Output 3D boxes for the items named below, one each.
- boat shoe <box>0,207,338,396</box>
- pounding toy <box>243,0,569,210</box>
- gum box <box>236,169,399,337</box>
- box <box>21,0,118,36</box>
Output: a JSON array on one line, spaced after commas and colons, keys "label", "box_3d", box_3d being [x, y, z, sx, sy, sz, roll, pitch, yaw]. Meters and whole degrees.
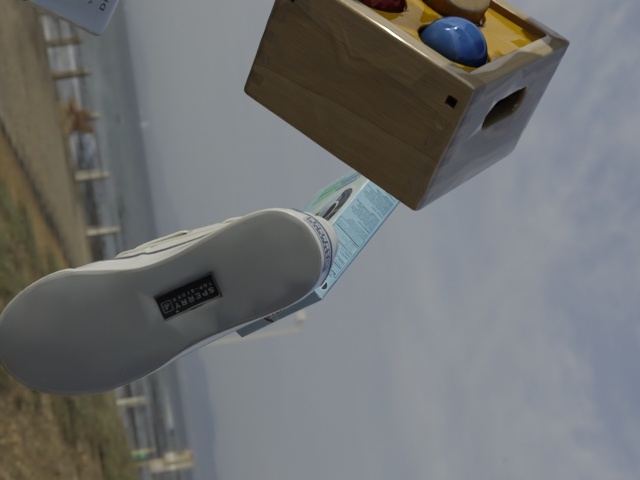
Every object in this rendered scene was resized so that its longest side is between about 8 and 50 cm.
[{"label": "boat shoe", "box_3d": [-0.105, 0.044, 0.911, 0.084, 0.258, 0.095, -20, 95, -75]}, {"label": "pounding toy", "box_3d": [0.049, -0.108, 0.644, 0.130, 0.141, 0.100, 36, -55, 18]}, {"label": "gum box", "box_3d": [0.000, 0.000, 1.209, 0.041, 0.184, 0.157, 47, -34, -10]}, {"label": "box", "box_3d": [-0.155, -0.214, 0.564, 0.182, 0.181, 0.119, -64, 156, 3]}]
